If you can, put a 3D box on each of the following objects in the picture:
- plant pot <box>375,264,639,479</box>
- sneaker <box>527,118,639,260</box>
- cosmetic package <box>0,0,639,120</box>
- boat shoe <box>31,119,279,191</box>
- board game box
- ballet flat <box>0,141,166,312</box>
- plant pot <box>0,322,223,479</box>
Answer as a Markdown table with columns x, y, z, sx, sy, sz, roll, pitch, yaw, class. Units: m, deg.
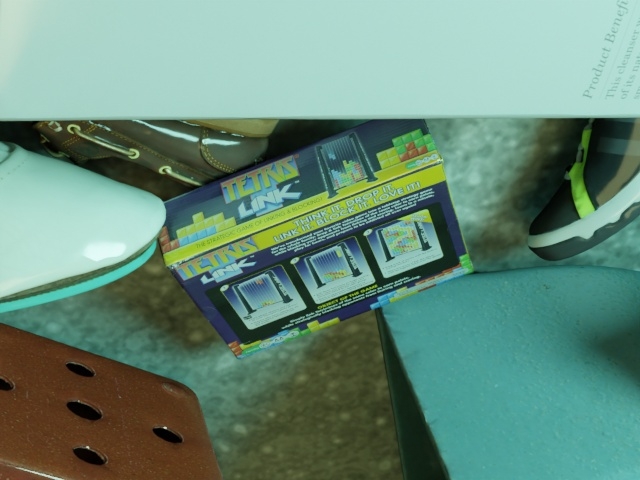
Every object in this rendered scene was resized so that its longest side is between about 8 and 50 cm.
| x | y | z | sx | sy | sz | roll | pitch | yaw | class |
| --- | --- | --- | --- | --- | --- | --- | --- | --- | --- |
| 0.196 | 0.161 | 0.766 | 0.252 | 0.247 | 0.247 | -14 | 123 | -3 | plant pot |
| 0.200 | -0.091 | 0.723 | 0.097 | 0.084 | 0.234 | 43 | 111 | 2 | sneaker |
| 0.029 | -0.179 | 0.536 | 0.385 | 0.156 | 0.217 | 0 | 122 | -22 | cosmetic package |
| -0.127 | -0.074 | 0.666 | 0.207 | 0.073 | 0.073 | 19 | 115 | -20 | boat shoe |
| 0.000 | 0.000 | 0.717 | 0.170 | 0.048 | 0.141 | -21 | 147 | 3 | board game box |
| -0.291 | -0.011 | 0.637 | 0.400 | 0.139 | 0.139 | -10 | 123 | 8 | ballet flat |
| -0.193 | 0.204 | 0.733 | 0.267 | 0.267 | 0.235 | 22 | 103 | -21 | plant pot |
